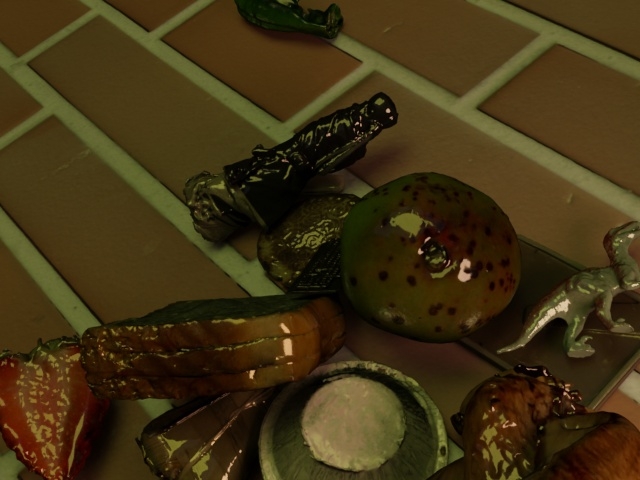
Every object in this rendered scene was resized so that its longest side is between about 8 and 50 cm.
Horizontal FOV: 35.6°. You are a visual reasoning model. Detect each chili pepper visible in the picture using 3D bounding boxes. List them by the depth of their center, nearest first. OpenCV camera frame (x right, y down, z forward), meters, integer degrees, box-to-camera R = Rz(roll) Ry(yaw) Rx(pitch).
[{"bbox_3d":[-0.067,-0.431,1.861,0.253,0.083,0.099,28,55,33],"label":"chili pepper"}]

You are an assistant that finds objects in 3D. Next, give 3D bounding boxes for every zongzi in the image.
[{"bbox_3d":[-0.104,0.276,1.241,0.194,0.099,0.197,-29,68,-20],"label":"zongzi"}]

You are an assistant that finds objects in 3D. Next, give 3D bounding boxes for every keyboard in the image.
[{"bbox_3d":[0.013,0.032,1.364,0.074,0.015,0.196,2,20,15],"label":"keyboard"}]

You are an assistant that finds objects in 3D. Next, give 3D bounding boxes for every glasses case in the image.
[{"bbox_3d":[-0.003,-0.088,1.565,0.083,0.021,0.032,-1,52,22],"label":"glasses case"}]

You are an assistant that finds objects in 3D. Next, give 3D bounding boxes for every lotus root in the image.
[{"bbox_3d":[0.229,0.192,1.195,0.152,0.063,0.072,-19,72,10],"label":"lotus root"}]

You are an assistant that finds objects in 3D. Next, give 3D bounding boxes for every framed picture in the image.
[{"bbox_3d":[0.293,0.102,1.283,0.189,0.023,0.260,-43,49,-18],"label":"framed picture"}]

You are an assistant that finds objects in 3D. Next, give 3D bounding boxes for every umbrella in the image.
[{"bbox_3d":[-0.042,-0.116,1.515,0.358,0.113,0.106,-29,27,4],"label":"umbrella"}]

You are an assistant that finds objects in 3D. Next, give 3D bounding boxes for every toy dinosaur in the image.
[{"bbox_3d":[0.321,0.072,1.250,0.242,0.053,0.167,-21,46,3],"label":"toy dinosaur"}]

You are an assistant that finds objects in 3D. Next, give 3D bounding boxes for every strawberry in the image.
[{"bbox_3d":[-0.351,0.237,1.360,0.174,0.098,0.228,-23,56,-22],"label":"strawberry"}]

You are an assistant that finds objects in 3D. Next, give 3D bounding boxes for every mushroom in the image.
[{"bbox_3d":[0.218,0.267,1.041,0.263,0.195,0.283,-30,27,48],"label":"mushroom"}]

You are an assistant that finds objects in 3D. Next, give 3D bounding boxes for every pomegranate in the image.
[{"bbox_3d":[0.149,0.010,1.292,0.231,0.230,0.286,-4,18,17],"label":"pomegranate"}]

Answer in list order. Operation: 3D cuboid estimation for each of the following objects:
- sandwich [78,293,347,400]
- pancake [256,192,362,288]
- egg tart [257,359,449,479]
[{"bbox_3d":[-0.117,0.123,1.249,0.271,0.301,0.099,-9,90,13],"label":"sandwich"},{"bbox_3d":[0.000,-0.001,1.487,0.199,0.021,0.199,-10,47,12],"label":"pancake"},{"bbox_3d":[0.039,0.235,1.186,0.234,0.094,0.234,-1,50,1],"label":"egg tart"}]
